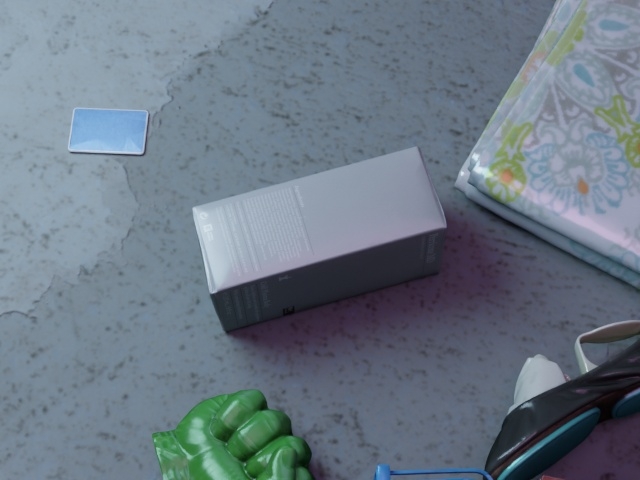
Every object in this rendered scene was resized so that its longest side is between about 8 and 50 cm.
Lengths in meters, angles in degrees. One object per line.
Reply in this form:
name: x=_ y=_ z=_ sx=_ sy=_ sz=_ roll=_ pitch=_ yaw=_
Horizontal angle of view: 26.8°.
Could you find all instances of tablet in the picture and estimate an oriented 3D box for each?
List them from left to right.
tablet: x=-0.231 y=-0.119 z=1.460 sx=0.083 sy=0.006 sz=0.054 roll=3 pitch=67 yaw=1

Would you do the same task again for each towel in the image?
towel: x=0.369 y=-0.101 z=1.399 sx=0.374 sy=0.090 sz=0.320 roll=28 pitch=73 yaw=13

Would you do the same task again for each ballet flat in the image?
ballet flat: x=0.256 y=0.146 z=1.299 sx=0.280 sy=0.095 sz=0.096 roll=-24 pitch=59 yaw=-19

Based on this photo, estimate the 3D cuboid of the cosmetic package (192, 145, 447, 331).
cosmetic package: x=0.000 y=0.000 z=1.341 sx=0.238 sy=0.127 sz=0.107 roll=-14 pitch=67 yaw=-2

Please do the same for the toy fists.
toy fists: x=-0.056 y=0.272 z=1.245 sx=0.142 sy=0.096 sz=0.279 roll=-18 pitch=67 yaw=-7

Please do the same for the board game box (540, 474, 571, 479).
board game box: x=0.328 y=0.267 z=1.210 sx=0.281 sy=0.145 sz=0.027 roll=11 pitch=68 yaw=5

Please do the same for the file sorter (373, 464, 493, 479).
file sorter: x=0.098 y=0.276 z=1.199 sx=0.104 sy=0.170 sz=0.118 roll=-2 pitch=67 yaw=-2
